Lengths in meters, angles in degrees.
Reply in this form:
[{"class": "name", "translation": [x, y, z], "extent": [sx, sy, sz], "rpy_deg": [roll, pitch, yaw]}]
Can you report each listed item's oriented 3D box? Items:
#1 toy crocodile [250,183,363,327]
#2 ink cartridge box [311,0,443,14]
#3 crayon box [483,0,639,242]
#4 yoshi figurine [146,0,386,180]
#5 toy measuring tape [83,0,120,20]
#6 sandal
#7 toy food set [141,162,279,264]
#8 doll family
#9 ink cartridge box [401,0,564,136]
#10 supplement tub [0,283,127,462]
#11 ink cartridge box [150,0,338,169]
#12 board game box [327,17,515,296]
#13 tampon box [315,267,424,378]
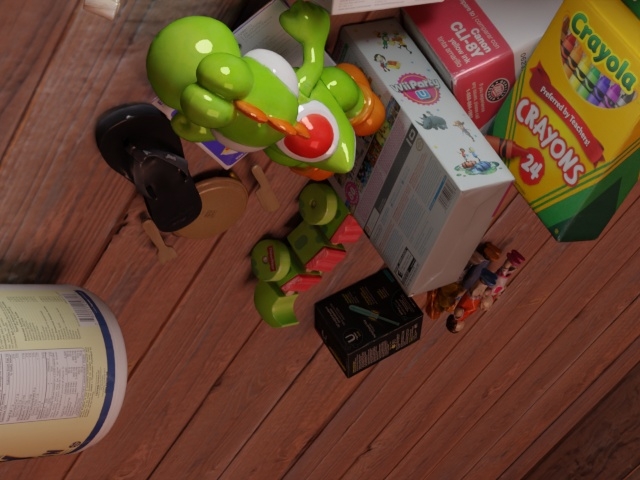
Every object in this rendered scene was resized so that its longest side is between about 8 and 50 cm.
[{"class": "toy crocodile", "translation": [0.000, 0.000, 2.020], "extent": [0.115, 0.105, 0.340], "rpy_deg": [3, 135, -50]}, {"class": "ink cartridge box", "translation": [0.093, -0.394, 1.563], "extent": [0.189, 0.066, 0.232], "rpy_deg": [-14, 126, -34]}, {"class": "crayon box", "translation": [0.349, -0.179, 1.648], "extent": [0.081, 0.202, 0.319], "rpy_deg": [-3, 135, -35]}, {"class": "yoshi figurine", "translation": [-0.077, -0.182, 1.536], "extent": [0.203, 0.204, 0.362], "rpy_deg": [-2, 175, 25]}, {"class": "toy measuring tape", "translation": [-0.204, -0.322, 1.247], "extent": [0.121, 0.121, 0.330], "rpy_deg": [-16, 148, -32]}, {"class": "sandal", "translation": [-0.208, -0.088, 1.677], "extent": [0.097, 0.054, 0.254], "rpy_deg": [-33, 145, -2]}, {"class": "toy food set", "translation": [-0.163, -0.049, 1.845], "extent": [0.192, 0.038, 0.132], "rpy_deg": [-26, 146, -4]}, {"class": "doll family", "translation": [0.279, 0.085, 2.496], "extent": [0.163, 0.118, 0.263], "rpy_deg": [-56, 164, 26]}, {"class": "ink cartridge box", "translation": [0.327, -0.274, 1.833], "extent": [0.384, 0.160, 0.279], "rpy_deg": [-27, 147, -7]}, {"class": "supplement tub", "translation": [-0.439, 0.172, 1.670], "extent": [0.324, 0.235, 0.235], "rpy_deg": [2, 136, -49]}, {"class": "ink cartridge box", "translation": [-0.095, -0.206, 1.639], "extent": [0.206, 0.045, 0.208], "rpy_deg": [-38, 149, 6]}, {"class": "board game box", "translation": [0.107, -0.113, 1.734], "extent": [0.097, 0.303, 0.224], "rpy_deg": [-16, 149, -31]}, {"class": "tampon box", "translation": [0.087, 0.149, 2.344], "extent": [0.161, 0.120, 0.101], "rpy_deg": [-26, 151, -15]}]
